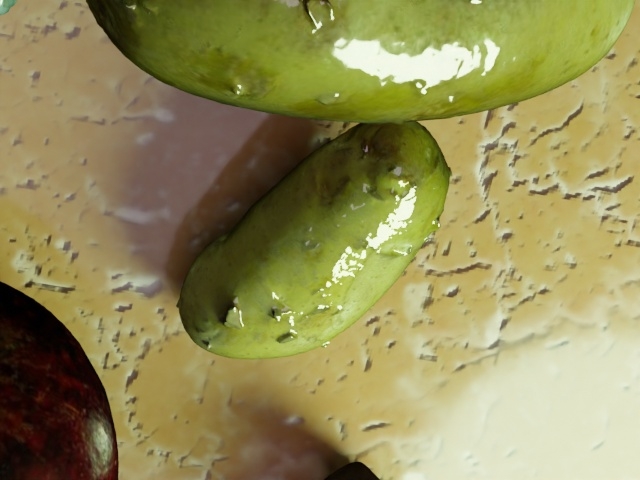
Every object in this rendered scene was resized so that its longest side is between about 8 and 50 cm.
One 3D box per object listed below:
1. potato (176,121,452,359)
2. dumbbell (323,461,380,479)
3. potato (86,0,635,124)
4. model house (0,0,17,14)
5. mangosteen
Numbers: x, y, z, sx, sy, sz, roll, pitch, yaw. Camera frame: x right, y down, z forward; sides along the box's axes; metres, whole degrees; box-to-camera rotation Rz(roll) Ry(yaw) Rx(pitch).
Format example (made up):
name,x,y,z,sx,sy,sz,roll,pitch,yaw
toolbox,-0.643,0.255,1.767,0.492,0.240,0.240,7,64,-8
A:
name,x,y,z,sx,sy,sz,roll,pitch,yaw
potato,0.000,0.000,0.897,0.105,0.085,0.188,17,127,-44
dumbbell,-0.031,0.243,0.945,0.225,0.124,0.140,-30,109,-1
potato,0.020,-0.149,0.808,0.307,0.210,0.173,0,104,-19
model house,-0.156,-0.221,0.671,0.194,0.325,0.267,30,68,-17
mangosteen,-0.231,0.141,0.847,0.235,0.236,0.261,10,142,-14
